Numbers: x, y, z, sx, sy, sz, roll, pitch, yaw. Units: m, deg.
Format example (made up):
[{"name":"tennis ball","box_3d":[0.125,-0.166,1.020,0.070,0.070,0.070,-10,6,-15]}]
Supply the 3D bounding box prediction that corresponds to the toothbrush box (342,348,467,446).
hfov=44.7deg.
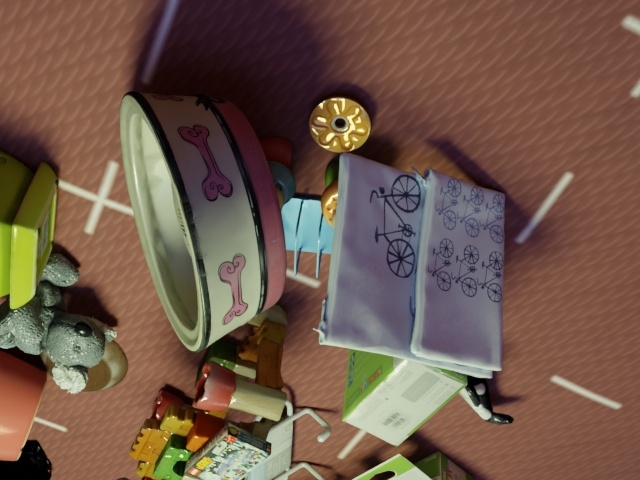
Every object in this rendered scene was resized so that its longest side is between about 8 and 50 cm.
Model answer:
[{"name":"toothbrush box","box_3d":[0.150,0.186,1.399,0.122,0.283,0.206,28,125,-15]}]

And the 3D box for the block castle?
[{"name":"block castle","box_3d":[-0.243,0.327,1.543,0.213,0.303,0.453,20,127,-16]}]

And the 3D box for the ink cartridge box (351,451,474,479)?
[{"name":"ink cartridge box","box_3d":[0.205,0.558,1.796,0.255,0.097,0.189,40,121,-20]}]

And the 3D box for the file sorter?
[{"name":"file sorter","box_3d":[0.000,0.000,1.387,0.170,0.104,0.118,5,127,3]}]

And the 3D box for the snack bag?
[{"name":"snack bag","box_3d":[0.159,0.033,1.238,0.343,0.323,0.037,15,161,-27]}]

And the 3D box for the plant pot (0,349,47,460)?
[{"name":"plant pot","box_3d":[-0.726,0.340,1.640,0.243,0.275,0.275,21,127,-17]}]

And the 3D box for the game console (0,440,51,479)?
[{"name":"game console","box_3d":[-0.804,0.470,1.873,0.213,0.044,0.361,-6,126,11]}]

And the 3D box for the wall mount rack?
[{"name":"wall mount rack","box_3d":[-0.116,0.523,1.697,0.130,0.304,0.350,37,138,35]}]

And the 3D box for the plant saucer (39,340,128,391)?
[{"name":"plant saucer","box_3d":[-0.521,0.268,1.692,0.199,0.036,0.198,4,127,5]}]

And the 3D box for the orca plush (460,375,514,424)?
[{"name":"orca plush","box_3d":[0.314,0.269,1.563,0.102,0.151,0.287,-44,113,-3]}]

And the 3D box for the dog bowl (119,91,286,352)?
[{"name":"dog bowl","box_3d":[-0.184,-0.041,1.216,0.150,0.408,0.408,-16,131,-22]}]

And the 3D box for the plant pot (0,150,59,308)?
[{"name":"plant pot","box_3d":[-0.584,-0.024,1.367,0.207,0.227,0.228,10,127,-10]}]

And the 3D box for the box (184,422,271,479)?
[{"name":"box","box_3d":[-0.163,0.384,1.376,0.094,0.027,0.137,31,121,-22]}]

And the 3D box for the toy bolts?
[{"name":"toy bolts","box_3d":[-0.016,-0.109,1.270,0.229,0.158,0.218,0,126,7]}]

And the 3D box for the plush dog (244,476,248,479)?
[{"name":"plush dog","box_3d":[-0.238,0.694,1.924,0.225,0.211,0.262,-27,93,40]}]

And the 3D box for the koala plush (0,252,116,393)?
[{"name":"koala plush","box_3d":[-0.519,0.177,1.540,0.221,0.196,0.203,39,133,-22]}]
